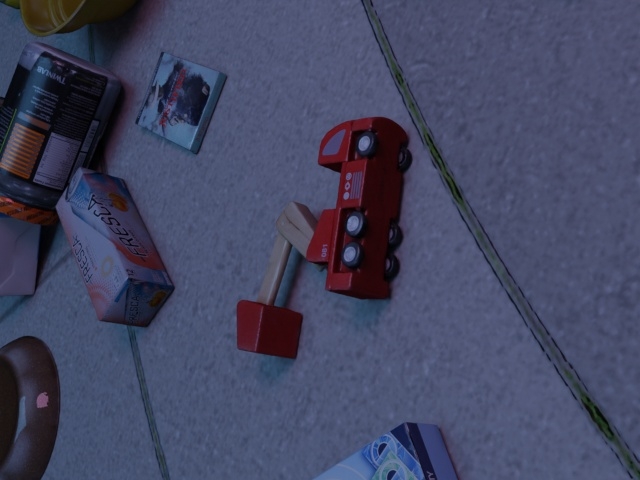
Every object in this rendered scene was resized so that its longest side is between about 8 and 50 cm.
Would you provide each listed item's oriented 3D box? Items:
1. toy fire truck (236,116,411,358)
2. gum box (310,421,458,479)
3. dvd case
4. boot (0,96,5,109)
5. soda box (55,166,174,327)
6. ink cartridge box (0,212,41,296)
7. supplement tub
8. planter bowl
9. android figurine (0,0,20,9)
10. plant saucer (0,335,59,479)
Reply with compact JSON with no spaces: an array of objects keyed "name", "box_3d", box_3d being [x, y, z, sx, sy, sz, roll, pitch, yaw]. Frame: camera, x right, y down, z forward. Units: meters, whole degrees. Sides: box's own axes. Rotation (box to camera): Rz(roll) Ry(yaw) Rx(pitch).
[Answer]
[{"name":"toy fire truck","box_3d":[0.000,0.000,0.710,0.135,0.047,0.192,-3,76,46]},{"name":"gum box","box_3d":[0.031,0.239,0.613,0.184,0.041,0.157,-40,53,31]},{"name":"dvd case","box_3d":[-0.150,-0.148,0.929,0.119,0.013,0.087,29,99,47]},{"name":"boot","box_3d":[-0.481,-0.097,1.198,0.236,0.085,0.179,-10,74,50]},{"name":"soda box","box_3d":[-0.220,0.005,0.922,0.063,0.058,0.183,-52,48,21]},{"name":"ink cartridge box","box_3d":[-0.419,-0.011,1.110,0.180,0.060,0.104,29,114,46]},{"name":"supplement tub","box_3d":[-0.316,-0.122,1.014,0.117,0.117,0.191,33,102,45]},{"name":"planter bowl","box_3d":[-0.264,-0.330,1.040,0.217,0.090,0.217,-16,67,41]},{"name":"android figurine","box_3d":[-0.413,-0.475,1.258,0.248,0.056,0.273,35,104,45]},{"name":"plant saucer","box_3d":[-0.375,0.209,1.035,0.198,0.036,0.199,-15,68,41]}]
